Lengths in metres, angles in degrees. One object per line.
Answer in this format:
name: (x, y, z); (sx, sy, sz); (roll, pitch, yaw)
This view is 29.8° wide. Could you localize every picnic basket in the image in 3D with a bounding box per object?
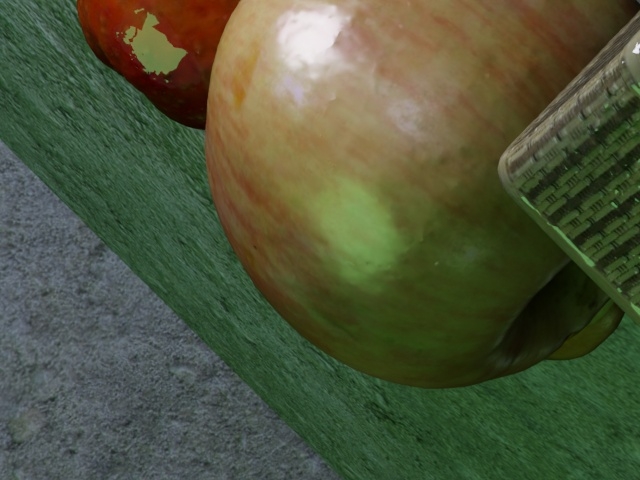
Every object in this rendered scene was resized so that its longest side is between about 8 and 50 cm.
picnic basket: (0.291, -0.089, 0.687); (0.228, 0.313, 0.175); (45, 151, 1)

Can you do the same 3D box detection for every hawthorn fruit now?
hawthorn fruit: (-0.100, -0.252, 1.204); (0.284, 0.284, 0.284); (38, 159, 17)

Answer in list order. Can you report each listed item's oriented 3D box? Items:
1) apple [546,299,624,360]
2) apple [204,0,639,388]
apple: (0.234, 0.036, 1.256); (0.199, 0.199, 0.199); (38, 159, 17)
apple: (0.093, -0.078, 0.983); (0.346, 0.391, 0.391); (42, 161, 21)
